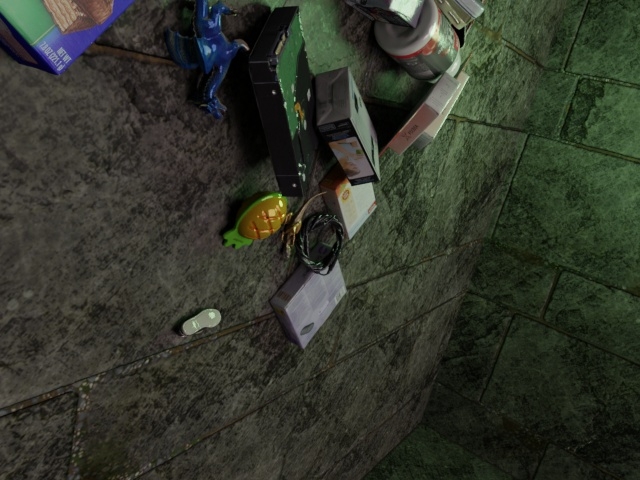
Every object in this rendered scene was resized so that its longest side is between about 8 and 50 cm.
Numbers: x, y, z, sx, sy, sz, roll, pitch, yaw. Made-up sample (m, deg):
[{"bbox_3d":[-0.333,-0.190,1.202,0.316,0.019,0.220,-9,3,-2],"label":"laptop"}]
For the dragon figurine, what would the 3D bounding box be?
[{"bbox_3d":[-0.215,-0.354,0.956,0.144,0.085,0.289,-53,149,-22],"label":"dragon figurine"}]

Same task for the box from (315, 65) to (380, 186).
[{"bbox_3d":[0.076,-0.288,1.393,0.290,0.087,0.169,53,32,-57],"label":"box"}]

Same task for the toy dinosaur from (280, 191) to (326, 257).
[{"bbox_3d":[-0.069,-0.055,1.449,0.211,0.064,0.112,-61,169,11],"label":"toy dinosaur"}]

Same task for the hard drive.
[{"bbox_3d":[-0.069,-0.295,1.161,0.338,0.064,0.236,80,16,-47],"label":"hard drive"}]

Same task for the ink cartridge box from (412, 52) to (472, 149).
[{"bbox_3d":[0.420,-0.462,1.795,0.275,0.060,0.239,-59,-174,-12],"label":"ink cartridge box"}]

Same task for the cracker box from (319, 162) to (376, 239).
[{"bbox_3d":[0.088,-0.134,1.616,0.155,0.067,0.232,-50,146,-24],"label":"cracker box"}]

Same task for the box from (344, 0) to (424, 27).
[{"bbox_3d":[0.185,-0.677,1.304,0.163,0.142,0.247,-4,114,-57],"label":"box"}]

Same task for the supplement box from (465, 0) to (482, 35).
[{"bbox_3d":[0.506,-0.800,1.759,0.239,0.073,0.130,-60,173,-8],"label":"supplement box"}]

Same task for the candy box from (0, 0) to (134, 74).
[{"bbox_3d":[-0.339,-0.422,0.674,0.317,0.122,0.268,-56,149,-18],"label":"candy box"}]

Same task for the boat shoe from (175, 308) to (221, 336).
[{"bbox_3d":[-0.292,0.200,1.281,0.125,0.038,0.046,-26,91,-55],"label":"boat shoe"}]

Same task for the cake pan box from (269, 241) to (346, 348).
[{"bbox_3d":[-0.025,0.168,1.656,0.267,0.070,0.245,-51,149,-24],"label":"cake pan box"}]

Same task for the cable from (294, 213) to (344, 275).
[{"bbox_3d":[0.000,0.000,1.549,0.151,0.047,0.184,33,73,-24],"label":"cable"}]

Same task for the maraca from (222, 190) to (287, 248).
[{"bbox_3d":[-0.155,-0.046,1.270,0.186,0.099,0.127,-43,151,14],"label":"maraca"}]

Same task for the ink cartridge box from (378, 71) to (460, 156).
[{"bbox_3d":[0.273,-0.336,1.618,0.261,0.066,0.296,-54,-177,-19],"label":"ink cartridge box"}]

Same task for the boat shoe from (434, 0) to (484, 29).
[{"bbox_3d":[0.320,-0.693,1.462,0.094,0.302,0.109,-43,-151,34],"label":"boat shoe"}]

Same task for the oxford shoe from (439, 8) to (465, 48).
[{"bbox_3d":[0.385,-0.725,1.574,0.123,0.130,0.348,-39,145,-6],"label":"oxford shoe"}]

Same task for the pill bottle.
[{"bbox_3d":[0.294,-0.563,1.525,0.319,0.176,0.176,9,103,-60],"label":"pill bottle"}]
